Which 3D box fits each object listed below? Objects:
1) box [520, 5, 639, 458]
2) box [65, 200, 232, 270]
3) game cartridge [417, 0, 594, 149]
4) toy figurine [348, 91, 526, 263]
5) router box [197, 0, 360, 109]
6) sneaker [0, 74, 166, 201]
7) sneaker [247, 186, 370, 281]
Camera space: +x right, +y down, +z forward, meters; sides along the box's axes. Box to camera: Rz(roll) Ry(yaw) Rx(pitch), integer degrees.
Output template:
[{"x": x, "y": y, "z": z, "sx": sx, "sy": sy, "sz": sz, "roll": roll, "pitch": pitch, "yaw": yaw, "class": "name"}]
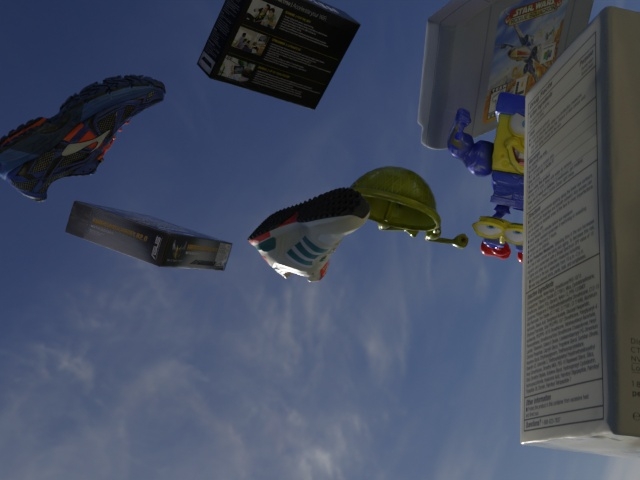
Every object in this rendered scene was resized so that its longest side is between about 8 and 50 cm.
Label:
[{"x": 0.235, "y": 0.000, "z": 0.554, "sx": 0.148, "sy": 0.121, "sz": 0.311, "roll": 120, "pitch": 158, "yaw": -71, "class": "box"}, {"x": -0.278, "y": -0.004, "z": 1.229, "sx": 0.056, "sy": 0.183, "sz": 0.231, "roll": -72, "pitch": -19, "yaw": 1, "class": "box"}, {"x": 0.255, "y": -0.253, "z": 0.979, "sx": 0.297, "sy": 0.062, "sz": 0.198, "roll": -25, "pitch": -42, "yaw": -30, "class": "game cartridge"}, {"x": 0.231, "y": -0.093, "z": 0.888, "sx": 0.191, "sy": 0.363, "sz": 0.217, "roll": 23, "pitch": -98, "yaw": -65, "class": "toy figurine"}, {"x": -0.050, "y": -0.251, "z": 0.939, "sx": 0.179, "sy": 0.046, "sz": 0.133, "roll": 8, "pitch": -59, "yaw": -43, "class": "router box"}, {"x": -0.279, "y": -0.125, "z": 0.873, "sx": 0.221, "sy": 0.083, "sz": 0.087, "roll": -30, "pitch": -60, "yaw": -3, "class": "sneaker"}, {"x": 0.000, "y": 0.000, "z": 0.738, "sx": 0.075, "sy": 0.161, "sz": 0.057, "roll": 56, "pitch": -133, "yaw": -18, "class": "sneaker"}]
